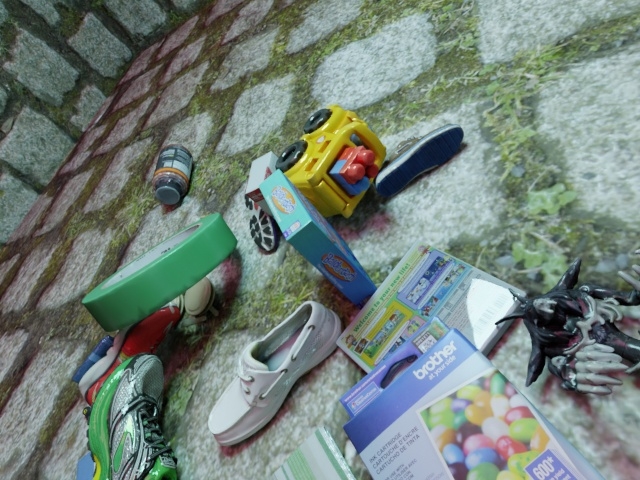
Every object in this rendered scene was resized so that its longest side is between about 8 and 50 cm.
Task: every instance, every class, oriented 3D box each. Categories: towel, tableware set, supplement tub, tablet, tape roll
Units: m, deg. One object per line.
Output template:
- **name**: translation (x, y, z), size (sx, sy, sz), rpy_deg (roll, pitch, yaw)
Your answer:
- **towel**: translation (-0.499, 0.278, 0.974), size (0.029, 0.067, 0.119), rpy_deg (22, 72, 49)
- **tableware set**: translation (-0.294, 0.138, 0.943), size (0.194, 0.039, 0.128), rpy_deg (-21, 59, 33)
- **supplement tub**: translation (-0.453, -0.199, 1.309), size (0.106, 0.106, 0.198), rpy_deg (-26, 43, 20)
- **tablet**: translation (-0.459, 0.457, 0.838), size (0.054, 0.006, 0.083), rpy_deg (-39, 40, 7)
- **tape roll**: translation (-0.330, 0.058, 0.903), size (0.321, 0.077, 0.321), rpy_deg (-30, 16, 9)
- **towel**: translation (-0.022, 0.340, 0.565), size (0.152, 0.023, 0.113), rpy_deg (-47, 38, 1)

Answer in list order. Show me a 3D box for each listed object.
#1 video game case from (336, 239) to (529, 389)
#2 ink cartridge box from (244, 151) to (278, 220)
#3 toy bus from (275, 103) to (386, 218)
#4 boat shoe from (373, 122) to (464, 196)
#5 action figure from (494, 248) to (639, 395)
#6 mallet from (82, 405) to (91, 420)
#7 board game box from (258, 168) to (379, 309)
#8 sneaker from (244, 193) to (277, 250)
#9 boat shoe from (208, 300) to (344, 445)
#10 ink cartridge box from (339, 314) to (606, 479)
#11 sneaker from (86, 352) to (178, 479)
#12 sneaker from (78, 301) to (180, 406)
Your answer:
- **video game case**: translation (0.147, 0.117, 0.608), size (0.212, 0.023, 0.193), rpy_deg (-51, 41, -5)
- **ink cartridge box**: translation (-0.087, -0.102, 0.899), size (0.056, 0.135, 0.099), rpy_deg (-20, 45, 30)
- **toy bus**: translation (0.044, -0.150, 0.790), size (0.220, 0.149, 0.211), rpy_deg (-57, 28, -16)
- **boat shoe**: translation (0.171, -0.160, 0.786), size (0.183, 0.066, 0.066), rpy_deg (-33, 40, 13)
- **action figure**: translation (0.300, 0.092, 0.412), size (0.275, 0.141, 0.164), rpy_deg (17, 70, 42)
- **mallet**: translation (-0.452, 0.378, 0.880), size (0.189, 0.039, 0.062), rpy_deg (19, 70, 51)
- **board game box**: translation (0.000, 0.000, 0.683), size (0.047, 0.210, 0.160), rpy_deg (-39, 41, 7)
- **sneaker**: translation (-0.115, -0.054, 0.942), size (0.068, 0.071, 0.170), rpy_deg (-41, 51, 38)
- **boat shoe**: translation (-0.089, 0.200, 0.677), size (0.277, 0.096, 0.098), rpy_deg (-47, 41, -2)
- **ink cartridge box**: translation (0.152, 0.232, 0.456), size (0.186, 0.065, 0.311), rpy_deg (-42, 45, 2)
- **sneaker**: translation (-0.294, 0.353, 0.715), size (0.146, 0.134, 0.344), rpy_deg (-21, 54, 16)
- **sneaker**: translation (-0.365, 0.248, 0.875), size (0.118, 0.107, 0.279), rpy_deg (42, 97, 23)
